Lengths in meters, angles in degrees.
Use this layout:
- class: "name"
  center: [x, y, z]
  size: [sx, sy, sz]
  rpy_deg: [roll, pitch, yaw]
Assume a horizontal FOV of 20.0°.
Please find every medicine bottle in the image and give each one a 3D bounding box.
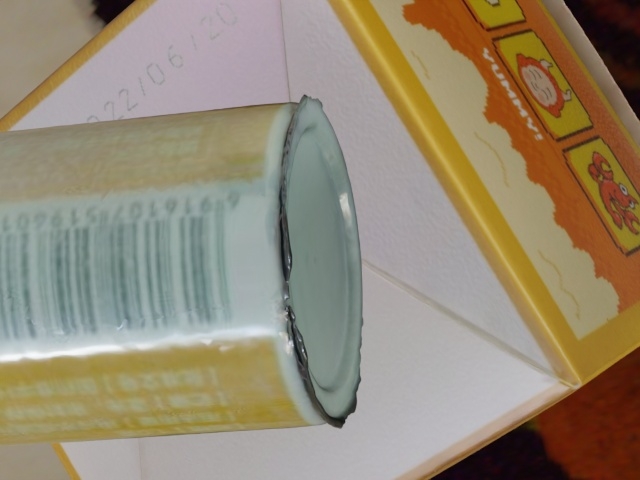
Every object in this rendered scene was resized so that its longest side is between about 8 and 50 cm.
- class: "medicine bottle"
  center: [-0.202, 0.027, 0.547]
  size: [0.426, 0.108, 0.108]
  rpy_deg: [-4, 75, 14]

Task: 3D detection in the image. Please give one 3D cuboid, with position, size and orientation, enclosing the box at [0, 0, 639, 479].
- class: "box"
  center: [0.000, 0.000, 0.911]
  size: [0.259, 0.283, 0.214]
  rpy_deg: [58, 34, 5]
